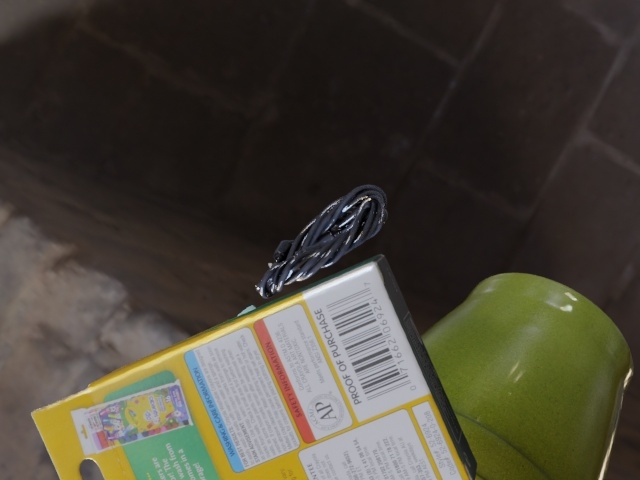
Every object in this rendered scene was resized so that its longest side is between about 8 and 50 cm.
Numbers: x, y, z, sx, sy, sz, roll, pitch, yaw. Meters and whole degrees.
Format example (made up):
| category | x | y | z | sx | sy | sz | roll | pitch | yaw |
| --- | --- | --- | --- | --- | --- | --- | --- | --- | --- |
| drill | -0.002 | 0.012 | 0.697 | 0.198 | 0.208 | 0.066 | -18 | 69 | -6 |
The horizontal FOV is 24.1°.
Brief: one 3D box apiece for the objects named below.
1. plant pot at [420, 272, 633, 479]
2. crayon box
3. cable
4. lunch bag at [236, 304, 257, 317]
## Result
| category | x | y | z | sx | sy | sz | roll | pitch | yaw |
| --- | --- | --- | --- | --- | --- | --- | --- | --- | --- |
| plant pot | 0.212 | 0.237 | 1.863 | 0.353 | 0.366 | 0.366 | -53 | 143 | -33 |
| crayon box | -0.055 | 0.168 | 1.276 | 0.323 | 0.203 | 0.083 | -23 | -179 | 9 |
| cable | 0.000 | 0.000 | 1.671 | 0.047 | 0.184 | 0.150 | 56 | 41 | -8 |
| lunch bag | -0.053 | 0.240 | 2.126 | 0.160 | 0.223 | 0.262 | -27 | 146 | -44 |
